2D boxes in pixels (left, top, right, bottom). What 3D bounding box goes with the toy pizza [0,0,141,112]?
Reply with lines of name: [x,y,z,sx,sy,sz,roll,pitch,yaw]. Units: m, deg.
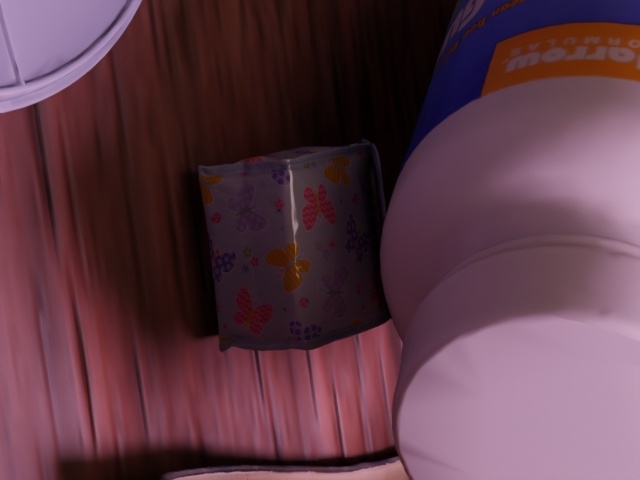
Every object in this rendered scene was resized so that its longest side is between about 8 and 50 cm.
toy pizza: [-0.125,-0.136,0.551,0.201,0.032,0.201,11,75,-48]

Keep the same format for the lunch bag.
lunch bag: [0.000,0.000,0.663,0.083,0.053,0.071,-11,96,-56]

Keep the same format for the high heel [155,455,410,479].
high heel: [0.048,0.074,0.672,0.261,0.093,0.186,-53,130,-25]

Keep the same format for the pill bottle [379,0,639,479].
pill bottle: [0.106,-0.020,0.655,0.152,0.152,0.272,57,32,-27]
